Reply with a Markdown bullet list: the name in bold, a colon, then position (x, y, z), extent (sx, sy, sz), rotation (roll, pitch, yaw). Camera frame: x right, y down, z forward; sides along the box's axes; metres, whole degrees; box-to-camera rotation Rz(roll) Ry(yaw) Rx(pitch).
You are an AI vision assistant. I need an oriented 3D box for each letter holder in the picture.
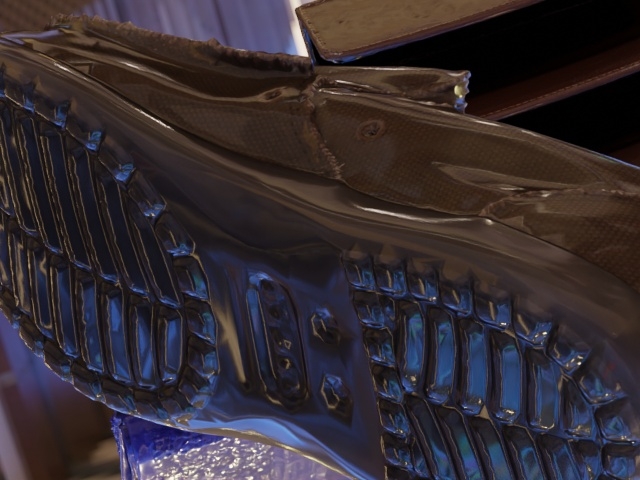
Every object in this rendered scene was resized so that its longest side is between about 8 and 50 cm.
- **letter holder**: position (0.160, -0.130, 1.522), extent (0.302, 0.152, 0.214), rotation (-19, -152, -4)

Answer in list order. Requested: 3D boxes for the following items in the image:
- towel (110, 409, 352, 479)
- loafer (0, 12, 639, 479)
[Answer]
- **towel**: position (-0.010, 0.139, 1.532), extent (0.308, 0.227, 0.076), rotation (-17, -119, -11)
- **loafer**: position (0.000, 0.000, 0.691), extent (0.366, 0.133, 0.130), rotation (24, -141, 38)
